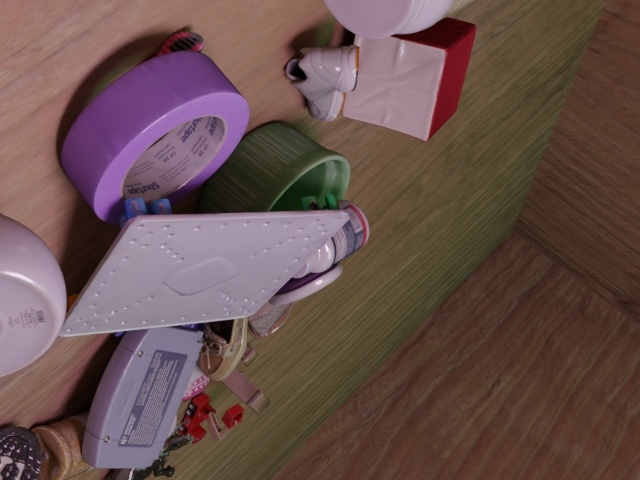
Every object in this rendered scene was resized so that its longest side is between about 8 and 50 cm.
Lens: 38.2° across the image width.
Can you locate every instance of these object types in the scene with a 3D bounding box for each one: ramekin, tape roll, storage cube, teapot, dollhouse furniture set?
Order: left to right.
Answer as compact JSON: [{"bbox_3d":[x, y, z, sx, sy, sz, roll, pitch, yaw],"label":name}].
[{"bbox_3d":[-0.453,0.043,1.182,0.256,0.187,0.252,-40,137,18],"label":"teapot"},{"bbox_3d":[-0.239,-0.148,1.358,0.274,0.090,0.275,-37,164,-12],"label":"tape roll"},{"bbox_3d":[-0.096,-0.079,1.783,0.303,0.148,0.303,-43,159,-21],"label":"ramekin"},{"bbox_3d":[-0.102,0.243,2.308,0.355,0.174,0.303,-47,161,-12],"label":"dollhouse furniture set"},{"bbox_3d":[0.169,-0.328,1.772,0.193,0.183,0.215,-46,151,-54],"label":"storage cube"}]

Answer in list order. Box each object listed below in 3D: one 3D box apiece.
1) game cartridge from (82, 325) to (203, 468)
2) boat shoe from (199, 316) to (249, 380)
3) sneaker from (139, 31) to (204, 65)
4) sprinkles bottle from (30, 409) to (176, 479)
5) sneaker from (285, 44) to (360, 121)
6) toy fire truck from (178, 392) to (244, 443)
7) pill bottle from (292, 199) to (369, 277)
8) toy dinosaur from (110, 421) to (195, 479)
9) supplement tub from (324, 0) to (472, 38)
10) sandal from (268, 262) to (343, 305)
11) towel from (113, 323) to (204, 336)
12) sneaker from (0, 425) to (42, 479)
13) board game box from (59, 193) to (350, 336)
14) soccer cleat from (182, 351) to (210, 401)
[{"bbox_3d":[-0.350,0.300,1.804,0.198,0.062,0.297,22,90,-51],"label":"game cartridge"},{"bbox_3d":[-0.207,0.170,1.964,0.089,0.104,0.285,-3,115,-55],"label":"boat shoe"},{"bbox_3d":[-0.219,-0.259,1.357,0.119,0.047,0.057,-39,165,-10],"label":"sneaker"},{"bbox_3d":[-0.447,0.400,1.905,0.121,0.121,0.355,-58,159,19],"label":"sprinkles bottle"},{"bbox_3d":[-0.009,-0.297,1.698,0.262,0.121,0.099,128,-31,-73],"label":"sneaker"},{"bbox_3d":[-0.281,0.465,2.362,0.047,0.135,0.192,-25,148,-51],"label":"toy fire truck"},{"bbox_3d":[0.000,0.000,1.747,0.180,0.108,0.108,-30,152,-44],"label":"pill bottle"},{"bbox_3d":[-0.448,0.559,2.243,0.313,0.121,0.160,-40,146,-17],"label":"toy dinosaur"},{"bbox_3d":[0.168,-0.480,1.520,0.325,0.235,0.235,-36,156,-37],"label":"supplement tub"},{"bbox_3d":[-0.065,0.052,2.006,0.169,0.102,0.416,-32,-170,-7],"label":"sandal"},{"bbox_3d":[-0.272,0.105,1.888,0.243,0.040,0.336,-54,160,5],"label":"towel"},{"bbox_3d":[-0.656,0.510,1.687,0.410,0.158,0.182,-57,-163,-6],"label":"sneaker"},{"bbox_3d":[-0.205,0.041,1.544,0.390,0.050,0.390,-3,152,-35],"label":"board game box"},{"bbox_3d":[-0.322,0.274,1.965,0.331,0.116,0.143,-17,136,-60],"label":"soccer cleat"}]
